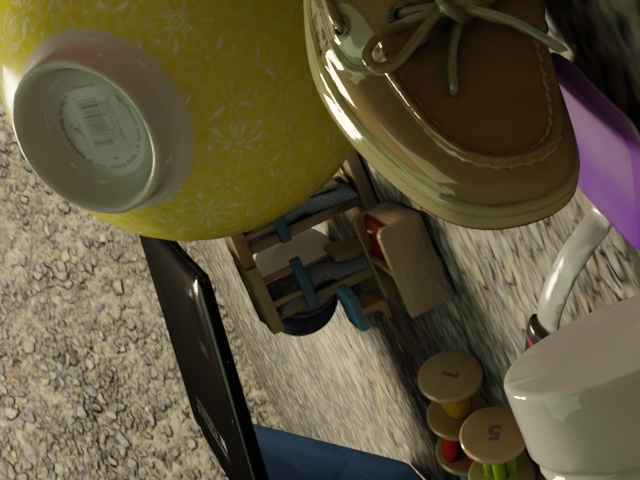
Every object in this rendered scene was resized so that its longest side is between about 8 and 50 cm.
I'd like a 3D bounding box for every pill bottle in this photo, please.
[{"bbox_3d":[-0.026,0.053,1.384,0.094,0.094,0.169,61,170,16],"label":"pill bottle"},{"bbox_3d":[0.167,0.141,0.518,0.229,0.131,0.131,66,170,-8],"label":"pill bottle"}]

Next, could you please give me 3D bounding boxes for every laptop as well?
[{"bbox_3d":[0.000,0.152,1.257,0.382,0.236,0.408,-148,41,-70],"label":"laptop"}]

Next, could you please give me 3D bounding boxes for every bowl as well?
[{"bbox_3d":[-0.127,-0.106,0.887,0.156,0.289,0.290,-52,-53,-52],"label":"bowl"}]

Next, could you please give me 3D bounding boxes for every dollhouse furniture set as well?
[{"bbox_3d":[0.000,0.000,1.023,0.129,0.129,0.183,67,171,-14],"label":"dollhouse furniture set"}]

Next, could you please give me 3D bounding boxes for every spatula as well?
[{"bbox_3d":[0.128,0.028,0.659,0.296,0.030,0.084,91,154,-46],"label":"spatula"}]

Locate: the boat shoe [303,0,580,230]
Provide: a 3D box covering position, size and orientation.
[{"bbox_3d":[0.036,-0.134,0.572,0.089,0.104,0.285,100,149,-58],"label":"boat shoe"}]

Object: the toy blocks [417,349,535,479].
[{"bbox_3d":[0.131,0.177,1.009,0.123,0.054,0.148,55,166,46],"label":"toy blocks"}]
